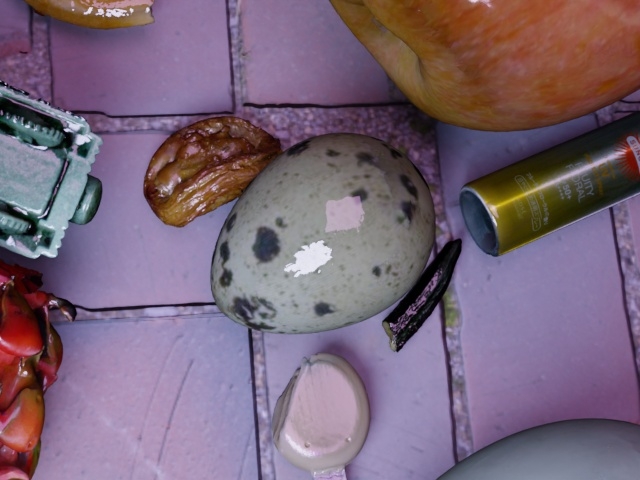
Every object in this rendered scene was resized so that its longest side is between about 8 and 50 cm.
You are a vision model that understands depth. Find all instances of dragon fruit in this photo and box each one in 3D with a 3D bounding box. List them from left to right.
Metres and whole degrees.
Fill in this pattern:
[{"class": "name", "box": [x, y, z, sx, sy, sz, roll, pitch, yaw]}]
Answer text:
[{"class": "dragon fruit", "box": [-0.332, 0.122, 0.949, 0.307, 0.227, 0.243, 47, 114, 38]}]

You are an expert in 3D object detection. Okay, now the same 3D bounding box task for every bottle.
[{"class": "bottle", "box": [0.285, -0.072, 1.176, 0.286, 0.082, 0.082, -23, 79, -14]}]

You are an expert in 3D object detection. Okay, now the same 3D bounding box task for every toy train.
[{"class": "toy train", "box": [-0.352, -0.097, 1.041, 0.330, 0.178, 0.139, 22, 90, -6]}]

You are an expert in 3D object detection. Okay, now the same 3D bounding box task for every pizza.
[{"class": "pizza", "box": [-0.269, -0.289, 1.169, 0.246, 0.058, 0.127, 27, 76, 5]}]

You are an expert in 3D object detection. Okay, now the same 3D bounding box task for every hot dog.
[{"class": "hot dog", "box": [-0.104, -0.071, 1.125, 0.147, 0.065, 0.099, -27, 47, -13]}]

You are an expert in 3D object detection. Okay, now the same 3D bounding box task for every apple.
[{"class": "apple", "box": [0.180, -0.290, 1.077, 0.346, 0.391, 0.391, -43, 84, 4]}]

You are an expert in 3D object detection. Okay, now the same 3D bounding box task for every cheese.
[{"class": "cheese", "box": [-0.002, 0.192, 1.078, 0.092, 0.047, 0.171, 10, 74, -4]}]

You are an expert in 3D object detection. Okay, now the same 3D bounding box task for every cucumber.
[{"class": "cucumber", "box": [0.106, 0.053, 1.140, 0.034, 0.033, 0.135, 41, 73, 1]}]

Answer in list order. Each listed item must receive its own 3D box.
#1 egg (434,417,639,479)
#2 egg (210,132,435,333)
[{"class": "egg", "box": [0.182, 0.311, 0.951, 0.389, 0.276, 0.276, -35, 82, -18]}, {"class": "egg", "box": [0.000, 0.000, 1.068, 0.228, 0.177, 0.177, -35, 82, -3]}]
